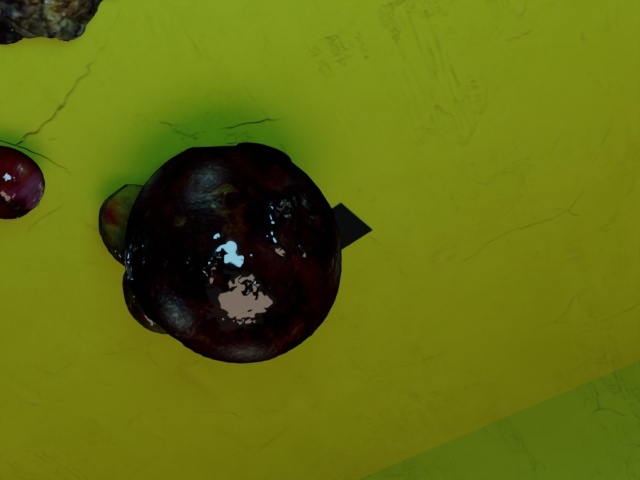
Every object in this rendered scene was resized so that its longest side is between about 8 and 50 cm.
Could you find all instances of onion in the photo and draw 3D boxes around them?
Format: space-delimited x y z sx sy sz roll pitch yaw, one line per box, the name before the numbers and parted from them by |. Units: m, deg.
onion | -0.504 -0.092 1.337 0.131 0.131 0.131 -12 141 -10

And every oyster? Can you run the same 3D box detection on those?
oyster | -0.366 -0.360 1.094 0.275 0.100 0.271 -31 155 7

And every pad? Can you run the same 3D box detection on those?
pad | 0.000 0.000 1.746 0.190 0.004 0.127 -33 140 17

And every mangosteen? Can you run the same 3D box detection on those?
mangosteen | -0.165 0.008 1.434 0.380 0.421 0.381 -14 110 -41
